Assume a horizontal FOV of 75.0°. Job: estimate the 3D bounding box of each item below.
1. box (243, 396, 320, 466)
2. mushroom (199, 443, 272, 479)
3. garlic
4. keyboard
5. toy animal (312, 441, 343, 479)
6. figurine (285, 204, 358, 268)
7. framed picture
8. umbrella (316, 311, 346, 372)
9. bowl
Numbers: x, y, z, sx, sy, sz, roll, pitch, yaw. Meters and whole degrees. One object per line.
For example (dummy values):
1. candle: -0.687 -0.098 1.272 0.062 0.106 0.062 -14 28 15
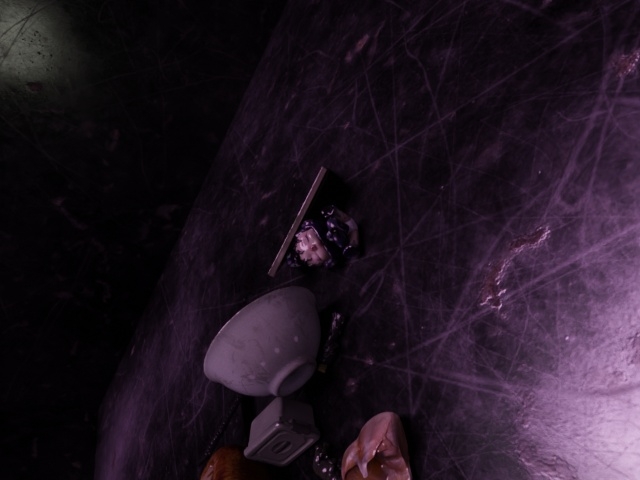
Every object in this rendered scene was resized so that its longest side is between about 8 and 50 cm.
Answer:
1. box: -0.092 0.446 0.984 0.172 0.124 0.092 -49 27 27
2. mushroom: -0.251 0.658 0.951 0.345 0.260 0.344 -166 90 -71
3. garlic: 0.094 0.394 0.755 0.174 0.099 0.124 -53 21 25
4. keyboard: -0.265 0.507 1.172 0.087 0.017 0.250 -53 2 31
5. toy animal: 0.028 0.475 0.851 0.136 0.047 0.064 10 86 56
6. figurine: 0.000 0.000 1.094 0.222 0.146 0.145 -29 50 39
7. framed picture: -0.054 -0.062 1.191 0.323 0.021 0.240 -62 1 8
8. umbrella: 0.026 0.241 0.989 0.037 0.040 0.143 134 156 -79
9. bowl: -0.095 0.269 0.970 0.146 0.314 0.313 44 111 30
